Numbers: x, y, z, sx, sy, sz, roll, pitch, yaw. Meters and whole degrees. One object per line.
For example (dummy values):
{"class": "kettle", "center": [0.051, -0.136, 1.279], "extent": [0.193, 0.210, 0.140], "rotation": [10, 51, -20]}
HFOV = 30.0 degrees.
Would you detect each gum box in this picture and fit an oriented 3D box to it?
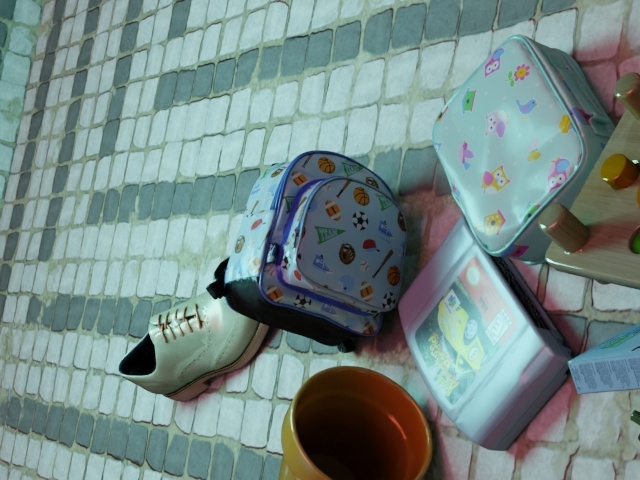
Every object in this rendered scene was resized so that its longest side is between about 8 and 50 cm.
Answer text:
{"class": "gum box", "center": [0.382, 0.111, 1.259], "extent": [0.184, 0.157, 0.041], "rotation": [-15, 95, 52]}

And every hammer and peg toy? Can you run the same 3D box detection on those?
{"class": "hammer and peg toy", "center": [0.423, -0.056, 1.245], "extent": [0.361, 0.127, 0.266], "rotation": [13, 69, 56]}

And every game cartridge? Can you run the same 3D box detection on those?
{"class": "game cartridge", "center": [0.207, 0.126, 1.600], "extent": [0.196, 0.060, 0.294], "rotation": [-60, 36, 28]}

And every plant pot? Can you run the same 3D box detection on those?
{"class": "plant pot", "center": [0.028, 0.312, 1.677], "extent": [0.188, 0.205, 0.205], "rotation": [117, 148, -45]}

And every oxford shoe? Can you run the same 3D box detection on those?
{"class": "oxford shoe", "center": [-0.218, 0.166, 2.108], "extent": [0.397, 0.146, 0.140], "rotation": [-46, 43, 36]}

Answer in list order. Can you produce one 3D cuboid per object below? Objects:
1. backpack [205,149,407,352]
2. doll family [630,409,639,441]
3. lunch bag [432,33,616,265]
{"class": "backpack", "center": [0.000, 0.000, 1.775], "extent": [0.213, 0.276, 0.263], "rotation": [-21, 54, 45]}
{"class": "doll family", "center": [0.416, 0.192, 1.248], "extent": [0.193, 0.076, 0.111], "rotation": [-15, 46, 58]}
{"class": "lunch bag", "center": [0.273, -0.118, 1.547], "extent": [0.224, 0.108, 0.279], "rotation": [-48, 43, 30]}
